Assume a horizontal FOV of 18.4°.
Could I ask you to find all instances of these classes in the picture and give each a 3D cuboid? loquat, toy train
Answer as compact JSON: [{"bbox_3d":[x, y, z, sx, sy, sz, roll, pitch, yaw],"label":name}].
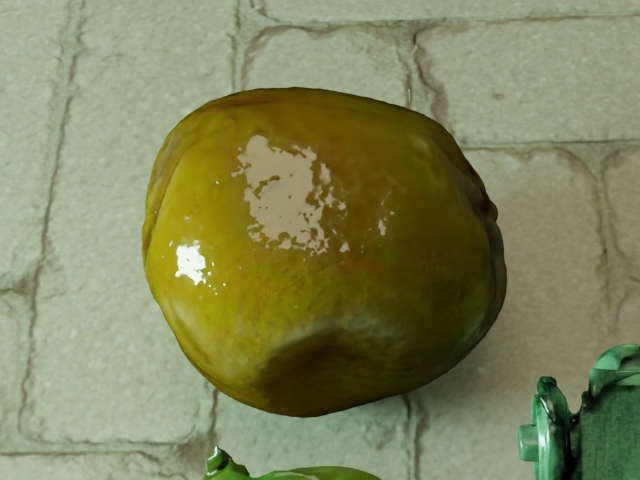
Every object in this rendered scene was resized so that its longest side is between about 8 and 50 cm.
[{"bbox_3d":[0.000,0.000,1.561,0.284,0.276,0.276,-11,49,8],"label":"loquat"},{"bbox_3d":[0.220,0.226,1.378,0.167,0.238,0.299,1,48,5],"label":"toy train"}]

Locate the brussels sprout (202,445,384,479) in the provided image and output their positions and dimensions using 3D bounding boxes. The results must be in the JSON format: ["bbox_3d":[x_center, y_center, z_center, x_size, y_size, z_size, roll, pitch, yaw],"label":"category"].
[{"bbox_3d":[-0.008,0.286,1.358,0.294,0.227,0.259,7,65,0],"label":"brussels sprout"}]
